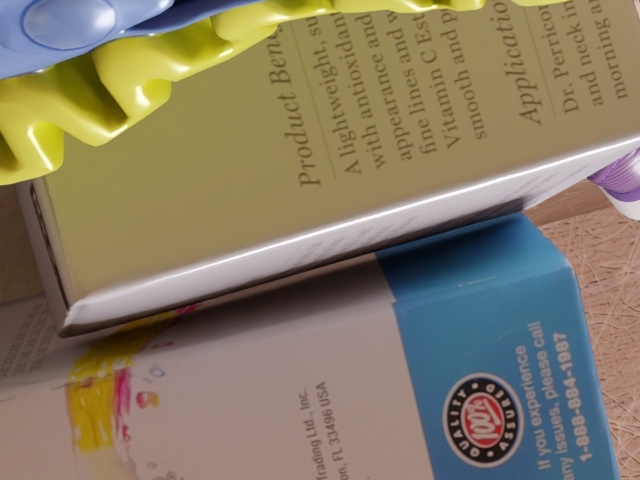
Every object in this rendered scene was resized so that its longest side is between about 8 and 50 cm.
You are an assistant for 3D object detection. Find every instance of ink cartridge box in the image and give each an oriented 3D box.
[{"bbox_3d":[-0.032,0.114,0.705,0.270,0.198,0.197,-13,-170,-1],"label":"ink cartridge box"}]

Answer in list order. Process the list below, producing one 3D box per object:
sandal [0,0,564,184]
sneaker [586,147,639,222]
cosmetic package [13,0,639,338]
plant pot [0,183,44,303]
[{"bbox_3d":[-0.011,-0.108,0.390,0.317,0.126,0.138,-25,153,19],"label":"sandal"},{"bbox_3d":[0.148,-0.101,1.221,0.107,0.124,0.283,-57,-161,-2],"label":"sneaker"},{"bbox_3d":[-0.014,-0.068,0.595,0.184,0.151,0.151,-15,175,-10],"label":"cosmetic package"},{"bbox_3d":[-0.063,0.059,0.936,0.334,0.305,0.334,-17,175,-2],"label":"plant pot"}]
